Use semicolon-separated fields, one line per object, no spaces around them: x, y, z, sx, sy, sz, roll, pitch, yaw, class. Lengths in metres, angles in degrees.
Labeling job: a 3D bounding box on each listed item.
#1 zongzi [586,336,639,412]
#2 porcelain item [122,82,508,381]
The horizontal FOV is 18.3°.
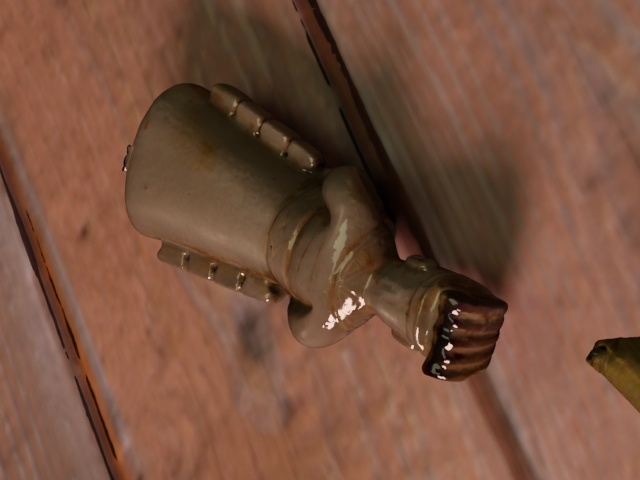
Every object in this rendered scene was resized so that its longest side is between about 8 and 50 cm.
0.179;0.031;0.628;0.176;0.078;0.160;50;118;39;zongzi
0.000;0.000;0.827;0.213;0.054;0.084;29;113;44;porcelain item
